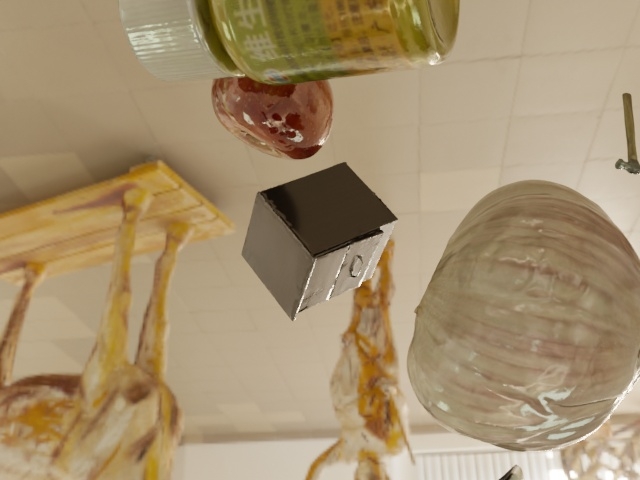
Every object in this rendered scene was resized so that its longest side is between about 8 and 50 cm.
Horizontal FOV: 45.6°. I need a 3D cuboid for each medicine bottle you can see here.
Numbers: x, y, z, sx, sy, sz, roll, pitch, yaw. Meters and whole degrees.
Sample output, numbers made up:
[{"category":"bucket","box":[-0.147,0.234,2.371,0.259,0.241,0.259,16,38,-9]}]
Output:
[{"category":"medicine bottle","box":[-0.038,-0.307,0.938,0.385,0.224,0.224,-1,155,24]}]

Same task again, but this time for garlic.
[{"category":"garlic","box":[0.243,0.098,0.863,0.260,0.317,0.317,5,155,19]}]

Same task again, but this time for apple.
[{"category":"apple","box":[-0.068,-0.224,1.190,0.201,0.162,0.201,25,174,3]}]

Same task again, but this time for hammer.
[{"category":"hammer","box":[0.538,-0.187,1.318,0.062,0.182,0.017,17,147,-7]}]

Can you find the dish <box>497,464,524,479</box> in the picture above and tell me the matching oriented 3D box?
[{"category":"dish","box":[0.189,0.401,0.984,0.243,0.080,0.182,-44,160,3]}]

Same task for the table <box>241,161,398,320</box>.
[{"category":"table","box":[0.000,0.000,1.326,0.193,0.172,0.169,-22,149,-33]}]
